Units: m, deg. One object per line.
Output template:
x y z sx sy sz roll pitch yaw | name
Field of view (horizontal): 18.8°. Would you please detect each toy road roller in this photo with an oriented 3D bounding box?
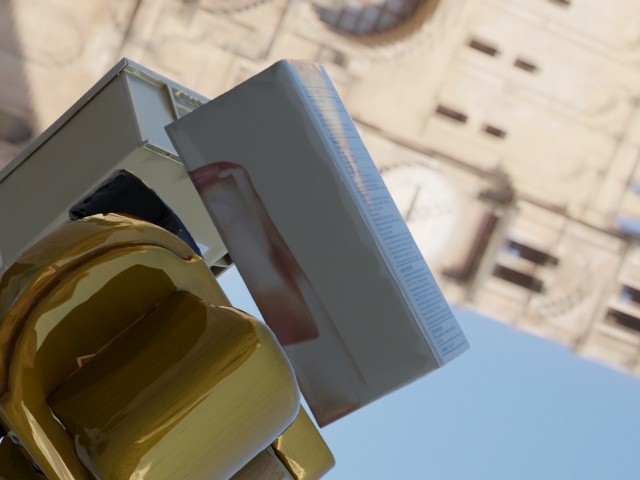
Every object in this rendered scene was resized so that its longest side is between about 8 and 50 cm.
-0.103 0.133 1.280 0.202 0.329 0.240 -40 -149 -16 | toy road roller

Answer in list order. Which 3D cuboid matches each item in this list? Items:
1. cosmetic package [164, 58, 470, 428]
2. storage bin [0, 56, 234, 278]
0.000 0.000 1.698 0.129 0.296 0.153 -28 175 15 | cosmetic package
-0.204 -0.045 2.226 0.262 0.260 0.123 -39 -131 26 | storage bin
